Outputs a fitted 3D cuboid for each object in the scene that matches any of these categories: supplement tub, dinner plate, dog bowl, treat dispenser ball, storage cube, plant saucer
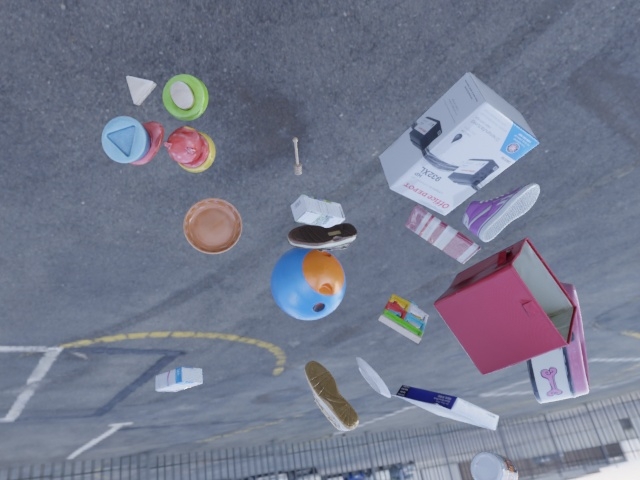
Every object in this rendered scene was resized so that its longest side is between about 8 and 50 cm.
[{"bbox_3d":[0.620,0.815,1.708,0.117,0.116,0.190,-27,141,29],"label":"supplement tub"},{"bbox_3d":[0.143,0.385,1.350,0.017,0.141,0.141,-36,157,-14],"label":"dinner plate"},{"bbox_3d":[0.757,0.312,1.550,0.151,0.407,0.408,-8,157,29],"label":"dog bowl"},{"bbox_3d":[-0.047,0.161,1.851,0.289,0.287,0.288,-8,153,-4],"label":"treat dispenser ball"},{"bbox_3d":[0.394,0.140,1.029,0.193,0.214,0.184,-35,178,36],"label":"storage cube"},{"bbox_3d":[-0.374,-0.049,1.686,0.200,0.199,0.037,-4,169,-12],"label":"plant saucer"}]

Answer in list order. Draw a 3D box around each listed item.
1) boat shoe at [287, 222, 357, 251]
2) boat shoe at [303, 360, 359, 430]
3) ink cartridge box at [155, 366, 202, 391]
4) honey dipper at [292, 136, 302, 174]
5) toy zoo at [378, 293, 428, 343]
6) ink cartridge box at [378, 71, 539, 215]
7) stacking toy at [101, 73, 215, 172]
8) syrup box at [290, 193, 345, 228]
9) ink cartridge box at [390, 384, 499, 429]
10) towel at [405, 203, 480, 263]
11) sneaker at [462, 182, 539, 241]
[{"bbox_3d":[0.003,0.006,1.650,0.258,0.095,0.095,-3,141,-26],"label":"boat shoe"},{"bbox_3d":[0.012,0.347,1.066,0.063,0.170,0.059,-24,162,-40],"label":"boat shoe"},{"bbox_3d":[-0.453,0.445,1.548,0.123,0.052,0.089,-24,151,25],"label":"ink cartridge box"},{"bbox_3d":[-0.084,-0.296,1.698,0.031,0.030,0.160,-8,143,-4],"label":"honey dipper"},{"bbox_3d":[0.374,0.330,2.131,0.030,0.193,0.293,-63,171,22],"label":"toy zoo"},{"bbox_3d":[0.339,-0.227,1.218,0.223,0.128,0.307,20,133,-34],"label":"ink cartridge box"},{"bbox_3d":[-0.460,-0.340,1.354,0.310,0.279,0.130,4,-177,6],"label":"stacking toy"},{"bbox_3d":[-0.009,-0.129,2.234,0.237,0.096,0.093,10,141,-40],"label":"syrup box"},{"bbox_3d":[0.321,0.441,1.312,0.224,0.045,0.223,29,160,-25],"label":"ink cartridge box"},{"bbox_3d":[0.543,-0.028,2.177,0.037,0.329,0.237,-53,170,-15],"label":"towel"},{"bbox_3d":[0.644,-0.136,1.762,0.282,0.161,0.102,-37,131,-1],"label":"sneaker"}]
